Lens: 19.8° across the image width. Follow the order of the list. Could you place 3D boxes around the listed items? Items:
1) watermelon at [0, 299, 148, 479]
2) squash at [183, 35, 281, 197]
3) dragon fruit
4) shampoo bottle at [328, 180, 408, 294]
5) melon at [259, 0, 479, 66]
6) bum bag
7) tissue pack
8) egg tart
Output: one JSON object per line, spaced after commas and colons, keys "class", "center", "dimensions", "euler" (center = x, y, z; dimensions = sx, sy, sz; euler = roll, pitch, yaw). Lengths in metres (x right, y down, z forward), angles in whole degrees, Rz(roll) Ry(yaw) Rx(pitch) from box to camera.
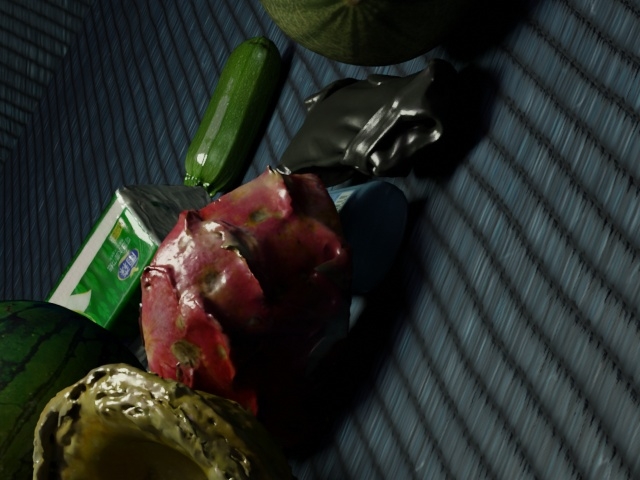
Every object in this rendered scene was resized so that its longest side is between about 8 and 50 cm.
{"class": "watermelon", "center": [-0.310, 0.233, 1.804], "dimensions": [0.363, 0.363, 0.363], "euler": [-52, 21, 30]}
{"class": "squash", "center": [-0.103, -0.144, 2.169], "dimensions": [0.077, 0.068, 0.219], "euler": [8, 71, 54]}
{"class": "dragon fruit", "center": [-0.070, 0.079, 1.556], "dimensions": [0.126, 0.161, 0.274], "euler": [-135, 52, -65]}
{"class": "shampoo bottle", "center": [0.000, 0.000, 1.705], "dimensions": [0.103, 0.061, 0.258], "euler": [-68, 19, -9]}
{"class": "melon", "center": [0.045, -0.283, 1.680], "dimensions": [0.237, 0.237, 0.301], "euler": [-54, 12, 26]}
{"class": "bum bag", "center": [0.046, -0.102, 1.695], "dimensions": [0.142, 0.080, 0.326], "euler": [-50, 15, -10]}
{"class": "tissue pack", "center": [-0.189, 0.065, 2.020], "dimensions": [0.156, 0.148, 0.209], "euler": [50, 118, 26]}
{"class": "egg tart", "center": [-0.118, 0.220, 1.508], "dimensions": [0.118, 0.288, 0.288], "euler": [-29, -14, -49]}
